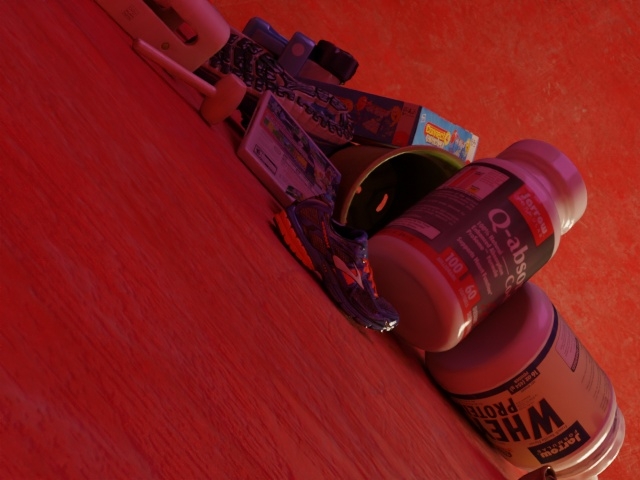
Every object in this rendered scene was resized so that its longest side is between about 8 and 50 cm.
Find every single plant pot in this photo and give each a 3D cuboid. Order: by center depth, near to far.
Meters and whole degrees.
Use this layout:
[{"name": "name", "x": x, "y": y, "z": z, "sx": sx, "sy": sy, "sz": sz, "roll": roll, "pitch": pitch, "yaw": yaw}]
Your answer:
[{"name": "plant pot", "x": 0.114, "y": -0.065, "z": 1.573, "sx": 0.276, "sy": 0.276, "sz": 0.254, "roll": 48, "pitch": -5, "yaw": -28}]

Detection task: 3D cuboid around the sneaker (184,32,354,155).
[{"name": "sneaker", "x": -0.109, "y": -0.232, "z": 1.483, "sx": 0.330, "sy": 0.147, "sz": 0.129, "roll": 32, "pitch": 40, "yaw": -18}]

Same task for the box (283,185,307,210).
[{"name": "box", "x": 0.000, "y": 0.000, "z": 1.228, "sx": 0.179, "sy": 0.043, "sz": 0.105, "roll": 53, "pitch": 6, "yaw": -7}]

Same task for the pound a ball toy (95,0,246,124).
[{"name": "pound a ball toy", "x": -0.217, "y": -0.333, "z": 1.167, "sx": 0.319, "sy": 0.136, "sz": 0.208, "roll": 43, "pitch": 10, "yaw": -48}]

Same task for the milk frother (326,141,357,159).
[{"name": "milk frother", "x": 0.023, "y": -0.137, "z": 1.957, "sx": 0.143, "sy": 0.129, "sz": 0.134, "roll": 95, "pitch": 2, "yaw": -58}]

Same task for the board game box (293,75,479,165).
[{"name": "board game box", "x": 0.131, "y": -0.238, "z": 1.771, "sx": 0.308, "sy": 0.086, "sz": 0.302, "roll": 20, "pitch": 5, "yaw": 30}]

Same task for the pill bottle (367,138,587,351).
[{"name": "pill bottle", "x": 0.250, "y": -0.004, "z": 1.364, "sx": 0.210, "sy": 0.363, "sz": 0.210, "roll": 38, "pitch": -30, "yaw": 27}]

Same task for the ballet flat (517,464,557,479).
[{"name": "ballet flat", "x": 0.366, "y": 0.421, "z": 1.268, "sx": 0.080, "sy": 0.073, "sz": 0.232, "roll": 47, "pitch": 8, "yaw": -30}]

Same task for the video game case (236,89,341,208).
[{"name": "video game case", "x": -0.045, "y": -0.120, "z": 1.359, "sx": 0.201, "sy": 0.023, "sz": 0.183, "roll": 48, "pitch": 32, "yaw": -25}]

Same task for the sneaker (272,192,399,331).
[{"name": "sneaker", "x": 0.036, "y": 0.031, "z": 1.101, "sx": 0.221, "sy": 0.087, "sz": 0.083, "roll": 49, "pitch": 8, "yaw": -20}]

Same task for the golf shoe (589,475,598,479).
[{"name": "golf shoe", "x": 0.452, "y": 0.430, "z": 1.737, "sx": 0.306, "sy": 0.115, "sz": 0.140, "roll": 42, "pitch": 16, "yaw": -6}]

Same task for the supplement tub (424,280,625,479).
[{"name": "supplement tub", "x": 0.356, "y": 0.246, "z": 1.458, "sx": 0.325, "sy": 0.235, "sz": 0.235, "roll": 48, "pitch": 7, "yaw": -24}]

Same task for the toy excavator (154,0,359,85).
[{"name": "toy excavator", "x": -0.156, "y": -0.414, "z": 1.874, "sx": 0.445, "sy": 0.222, "sz": 0.433, "roll": 31, "pitch": 5, "yaw": -6}]
